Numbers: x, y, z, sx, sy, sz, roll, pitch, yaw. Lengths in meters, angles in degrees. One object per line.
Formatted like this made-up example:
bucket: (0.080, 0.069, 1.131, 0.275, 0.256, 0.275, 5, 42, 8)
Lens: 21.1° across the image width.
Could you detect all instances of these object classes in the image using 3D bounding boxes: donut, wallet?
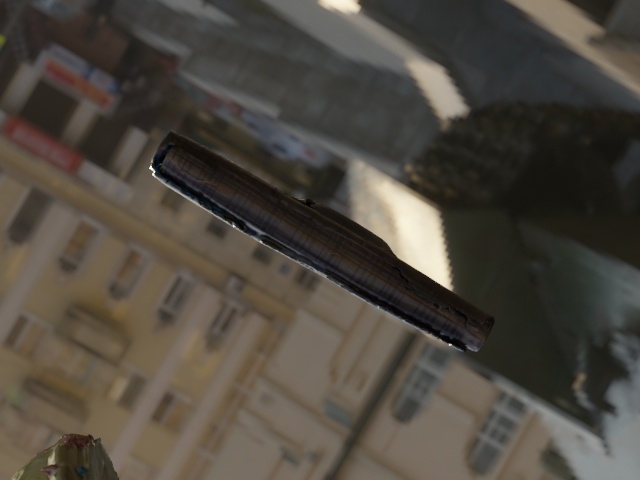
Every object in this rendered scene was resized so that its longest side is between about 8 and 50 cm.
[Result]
donut: (-0.155, 0.176, 1.062, 0.166, 0.065, 0.108, 75, 177, -80)
wallet: (0.000, 0.000, 1.082, 0.230, 0.042, 0.124, 28, -178, -3)
